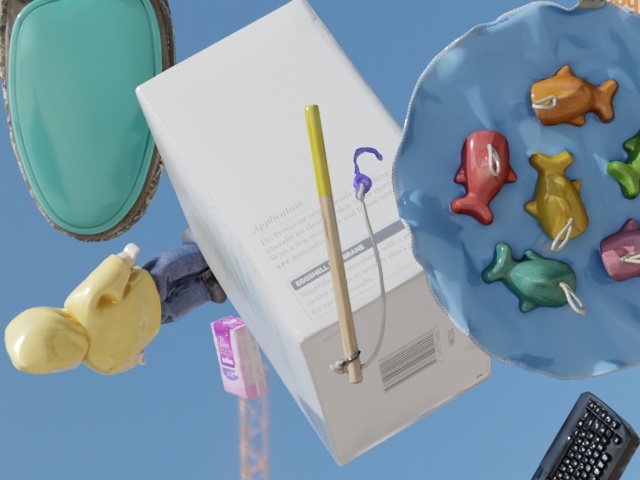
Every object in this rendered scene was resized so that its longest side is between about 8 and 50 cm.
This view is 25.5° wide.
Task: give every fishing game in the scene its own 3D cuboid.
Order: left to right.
[{"bbox_3d":[0.127,-0.028,0.678,0.264,0.041,0.189,-5,-92,-6],"label":"fishing game"}]

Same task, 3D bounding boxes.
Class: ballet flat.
[{"bbox_3d":[-0.222,-0.249,1.297,0.164,0.182,0.483,-8,-77,3],"label":"ballet flat"}]

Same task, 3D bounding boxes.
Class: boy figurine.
[{"bbox_3d":[-0.247,0.092,1.709,0.285,0.092,0.177,-28,-45,-26],"label":"boy figurine"}]

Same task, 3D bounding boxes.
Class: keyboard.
[{"bbox_3d":[0.224,0.239,1.284,0.038,0.100,0.192,3,-62,-47],"label":"keyboard"}]

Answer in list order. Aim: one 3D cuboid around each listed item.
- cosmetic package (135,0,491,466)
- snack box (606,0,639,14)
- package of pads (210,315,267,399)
[{"bbox_3d":[0.000,0.000,0.974,0.138,0.225,0.224,-29,-28,-8],"label":"cosmetic package"},{"bbox_3d":[0.205,-0.254,1.039,0.187,0.322,0.060,-44,-28,-35],"label":"snack box"},{"bbox_3d":[-0.085,0.123,1.485,0.032,0.050,0.083,-19,-74,-35],"label":"package of pads"}]
